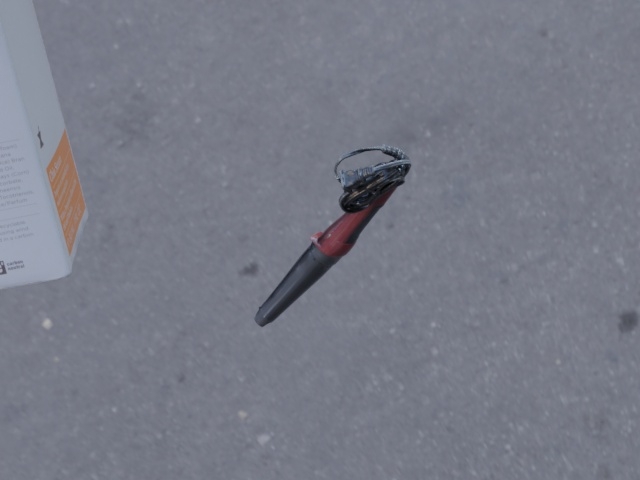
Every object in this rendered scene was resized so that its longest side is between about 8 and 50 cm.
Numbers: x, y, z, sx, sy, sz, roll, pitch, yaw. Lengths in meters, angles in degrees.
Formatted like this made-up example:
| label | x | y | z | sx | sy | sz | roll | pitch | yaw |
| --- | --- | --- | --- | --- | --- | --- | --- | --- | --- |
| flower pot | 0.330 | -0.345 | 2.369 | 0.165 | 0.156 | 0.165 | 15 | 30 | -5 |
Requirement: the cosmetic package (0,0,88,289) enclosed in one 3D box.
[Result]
| label | x | y | z | sx | sy | sz | roll | pitch | yaw |
| --- | --- | --- | --- | --- | --- | --- | --- | --- | --- |
| cosmetic package | -0.438 | -0.183 | 1.485 | 0.162 | 0.453 | 0.230 | -11 | 23 | 0 |

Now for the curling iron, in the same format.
| label | x | y | z | sx | sy | sz | roll | pitch | yaw |
| --- | --- | --- | --- | --- | --- | --- | --- | --- | --- |
| curling iron | 0.000 | 0.000 | 1.045 | 0.068 | 0.274 | 0.035 | 2 | 57 | -29 |
